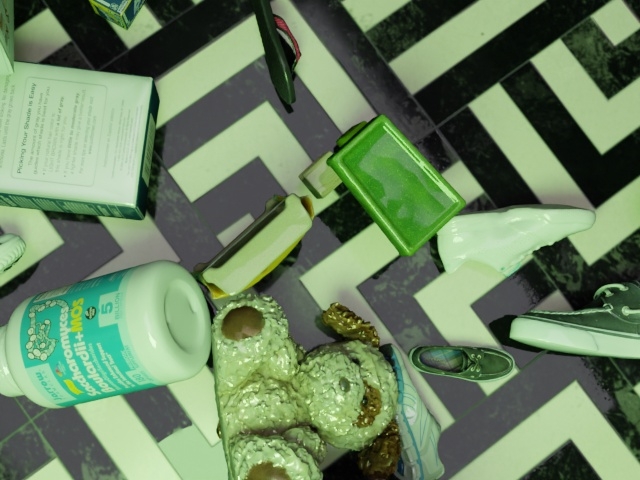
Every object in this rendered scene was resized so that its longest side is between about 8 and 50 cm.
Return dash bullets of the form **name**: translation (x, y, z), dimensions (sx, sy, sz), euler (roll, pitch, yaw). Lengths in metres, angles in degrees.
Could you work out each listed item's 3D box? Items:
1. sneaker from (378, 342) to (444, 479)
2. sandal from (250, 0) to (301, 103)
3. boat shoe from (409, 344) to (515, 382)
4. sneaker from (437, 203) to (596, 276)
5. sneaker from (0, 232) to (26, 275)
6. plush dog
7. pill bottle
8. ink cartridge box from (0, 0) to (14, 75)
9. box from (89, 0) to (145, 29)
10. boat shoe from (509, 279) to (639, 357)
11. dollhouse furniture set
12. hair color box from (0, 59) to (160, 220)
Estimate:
- **sneaker**: translation (0.115, 0.228, 1.271), dimensions (0.083, 0.071, 0.190), euler (-2, 75, -36)
- **sandal**: translation (-0.054, -0.273, 1.315), dimensions (0.040, 0.067, 0.179), euler (-13, 81, -17)
- **boat shoe**: translation (0.190, 0.162, 1.287), dimensions (0.142, 0.040, 0.049), euler (4, 83, -3)
- **sneaker**: translation (0.263, 0.002, 1.304), dimensions (0.212, 0.080, 0.094), euler (-6, 95, 2)
- **sneaker**: translation (-0.507, 0.010, 1.231), dimensions (0.235, 0.094, 0.153), euler (-27, 94, 3)
- **plush dog**: translation (-0.011, 0.200, 1.195), dimensions (0.225, 0.210, 0.262), euler (-8, 69, -12)
- **pill bottle**: translation (-0.276, 0.121, 1.181), dimensions (0.264, 0.146, 0.146), euler (-16, 84, 21)
- **ink cartridge box**: translation (-0.527, -0.327, 1.189), dimensions (0.272, 0.130, 0.309), euler (-11, 53, -5)
- **box**: translation (-0.245, -0.374, 1.314), dimensions (0.054, 0.059, 0.169), euler (28, 82, 2)
- **boat shoe**: translation (0.396, 0.102, 1.277), dimensions (0.301, 0.108, 0.102), euler (5, 83, -6)
- **dollhouse furniture set**: translation (0.000, 0.000, 1.225), dimensions (0.301, 0.197, 0.151), euler (-42, 98, -8)
- **hair color box**: translation (-0.393, -0.134, 1.251), dimensions (0.347, 0.105, 0.173), euler (7, 81, -3)
